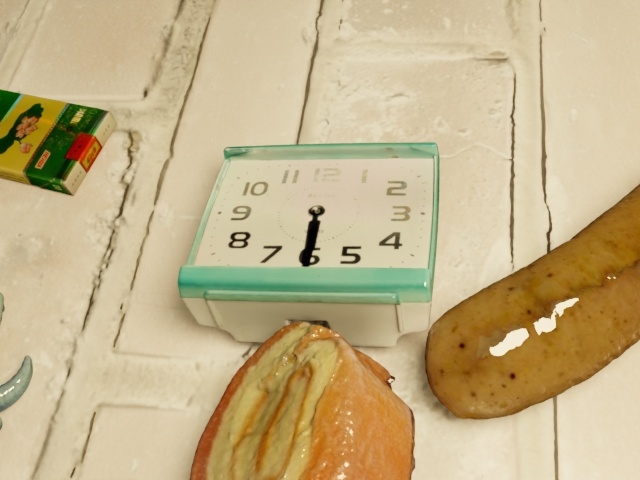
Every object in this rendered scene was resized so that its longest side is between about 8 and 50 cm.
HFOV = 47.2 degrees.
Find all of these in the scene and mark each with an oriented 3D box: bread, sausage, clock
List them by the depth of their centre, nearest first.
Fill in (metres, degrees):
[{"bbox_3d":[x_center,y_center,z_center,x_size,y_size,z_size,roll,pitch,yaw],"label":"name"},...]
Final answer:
[{"bbox_3d":[-0.012,0.190,0.686,0.190,0.123,0.244,-17,40,35],"label":"bread"},{"bbox_3d":[0.321,0.022,0.753,0.500,0.123,0.136,-34,31,-11],"label":"sausage"},{"bbox_3d":[0.000,0.000,0.820,0.262,0.116,0.231,1,47,11],"label":"clock"}]

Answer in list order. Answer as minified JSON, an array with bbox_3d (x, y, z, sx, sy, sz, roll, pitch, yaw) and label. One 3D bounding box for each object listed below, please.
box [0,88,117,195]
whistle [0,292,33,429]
[{"bbox_3d":[-0.418,-0.145,1.028,0.235,0.034,0.132,13,61,17],"label":"box"},{"bbox_3d":[-0.424,0.167,0.806,0.180,0.093,0.269,16,60,-9],"label":"whistle"}]
